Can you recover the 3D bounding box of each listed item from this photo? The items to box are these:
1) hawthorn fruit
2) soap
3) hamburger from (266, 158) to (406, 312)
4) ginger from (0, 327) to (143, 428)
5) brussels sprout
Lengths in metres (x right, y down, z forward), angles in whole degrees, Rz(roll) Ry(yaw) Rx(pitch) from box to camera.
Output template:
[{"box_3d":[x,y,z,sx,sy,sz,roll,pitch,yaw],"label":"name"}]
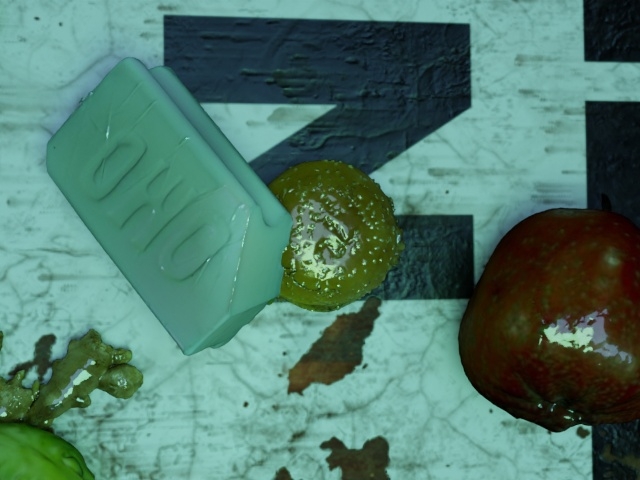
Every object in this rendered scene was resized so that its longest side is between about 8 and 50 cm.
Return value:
[{"box_3d":[0.303,0.069,1.067,0.254,0.254,0.300,24,58,-7],"label":"hawthorn fruit"},{"box_3d":[-0.160,-0.038,0.991,0.173,0.095,0.289,-43,77,17],"label":"soap"},{"box_3d":[0.008,-0.003,1.068,0.191,0.118,0.181,12,90,-12],"label":"hamburger"},{"box_3d":[-0.324,0.169,1.046,0.193,0.052,0.176,34,86,-4],"label":"ginger"},{"box_3d":[-0.348,0.299,0.981,0.223,0.161,0.223,1,88,-16],"label":"brussels sprout"}]
